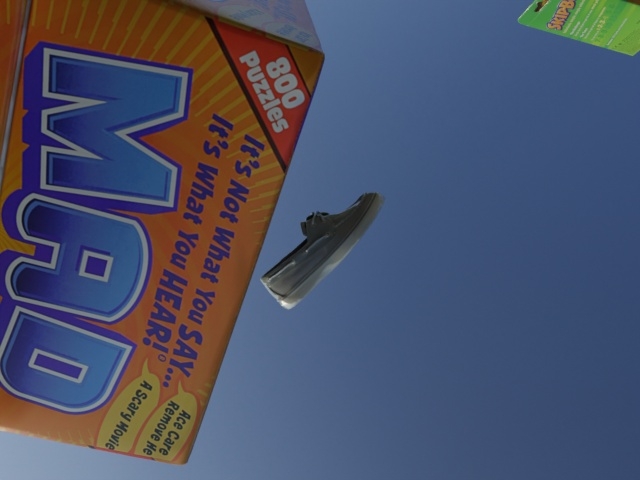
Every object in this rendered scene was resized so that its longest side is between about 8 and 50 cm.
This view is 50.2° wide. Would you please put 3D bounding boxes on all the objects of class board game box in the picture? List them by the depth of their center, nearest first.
[{"bbox_3d":[-0.230,-0.088,0.610,0.356,0.357,0.356,-98,-154,-64],"label":"board game box"},{"bbox_3d":[0.503,-0.412,1.246,0.124,0.260,0.039,133,-38,-65],"label":"board game box"}]

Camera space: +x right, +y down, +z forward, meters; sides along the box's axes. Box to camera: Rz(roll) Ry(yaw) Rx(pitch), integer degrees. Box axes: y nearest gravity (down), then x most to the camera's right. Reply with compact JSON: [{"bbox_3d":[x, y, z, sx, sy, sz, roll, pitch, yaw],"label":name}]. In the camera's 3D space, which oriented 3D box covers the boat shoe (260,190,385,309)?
[{"bbox_3d":[0.000,0.000,1.025,0.227,0.081,0.079,-47,-174,5],"label":"boat shoe"}]
